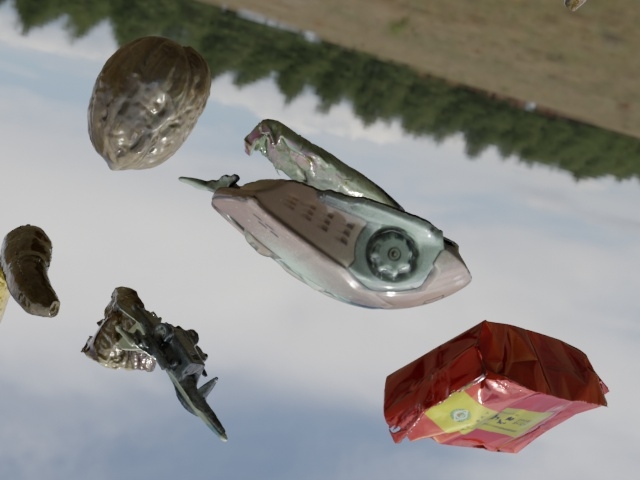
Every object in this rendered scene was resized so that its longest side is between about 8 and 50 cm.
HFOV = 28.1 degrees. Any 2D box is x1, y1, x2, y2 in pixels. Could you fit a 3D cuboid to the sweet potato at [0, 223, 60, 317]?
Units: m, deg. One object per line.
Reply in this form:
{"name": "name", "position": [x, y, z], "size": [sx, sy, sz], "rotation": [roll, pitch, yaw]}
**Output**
{"name": "sweet potato", "position": [-0.389, 0.039, 1.706], "size": [0.075, 0.075, 0.273], "rotation": [13, -167, -19]}

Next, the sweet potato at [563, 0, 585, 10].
{"name": "sweet potato", "position": [0.337, -0.359, 1.535], "size": [0.077, 0.077, 0.244], "rotation": [18, 152, 14]}

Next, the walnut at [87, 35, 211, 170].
{"name": "walnut", "position": [-0.275, -0.210, 2.002], "size": [0.178, 0.230, 0.178], "rotation": [29, -171, -5]}

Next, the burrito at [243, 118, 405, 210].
{"name": "burrito", "position": [0.009, -0.105, 2.121], "size": [0.309, 0.066, 0.096], "rotation": [32, 146, -26]}

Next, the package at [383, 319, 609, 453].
{"name": "package", "position": [0.255, 0.219, 1.865], "size": [0.423, 0.196, 0.123], "rotation": [15, -134, -52]}

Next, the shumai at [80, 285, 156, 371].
{"name": "shumai", "position": [-0.306, 0.149, 1.989], "size": [0.139, 0.123, 0.105], "rotation": [34, -129, 20]}

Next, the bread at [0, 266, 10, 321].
{"name": "bread", "position": [-0.604, 0.079, 2.085], "size": [0.197, 0.170, 0.197], "rotation": [12, 164, 3]}

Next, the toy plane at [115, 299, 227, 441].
{"name": "toy plane", "position": [-0.198, 0.181, 1.855], "size": [0.262, 0.088, 0.192], "rotation": [40, -170, 30]}

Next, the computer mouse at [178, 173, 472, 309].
{"name": "computer mouse", "position": [0.000, 0.006, 1.590], "size": [0.389, 0.115, 0.199], "rotation": [18, 165, -3]}
